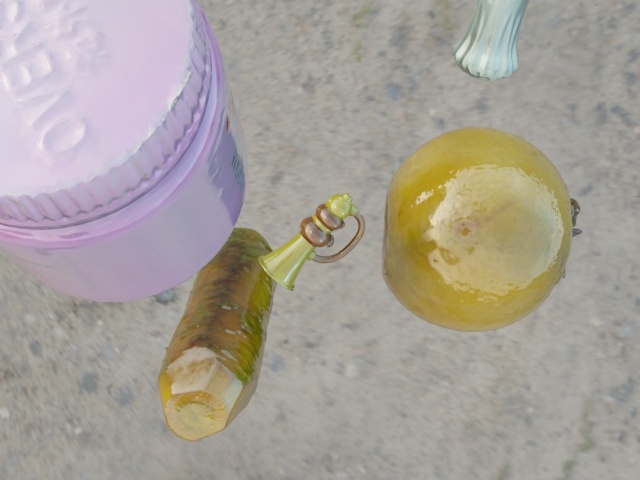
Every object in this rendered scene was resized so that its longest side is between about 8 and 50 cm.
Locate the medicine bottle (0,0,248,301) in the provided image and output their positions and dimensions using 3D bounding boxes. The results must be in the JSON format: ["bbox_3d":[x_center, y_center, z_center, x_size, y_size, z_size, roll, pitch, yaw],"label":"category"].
[{"bbox_3d":[-0.138,-0.072,0.796,0.178,0.291,0.178,0,78,2],"label":"medicine bottle"}]

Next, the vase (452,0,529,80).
[{"bbox_3d":[0.166,-0.221,1.268,0.081,0.081,0.149,4,121,-16],"label":"vase"}]

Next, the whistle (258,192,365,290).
[{"bbox_3d":[-0.001,0.003,1.354,0.109,0.046,0.057,-41,97,12],"label":"whistle"}]

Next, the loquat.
[{"bbox_3d":[0.212,-0.017,1.835,0.274,0.275,0.275,-1,92,-15],"label":"loquat"}]

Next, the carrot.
[{"bbox_3d":[-0.117,0.109,1.648,0.114,0.302,0.114,5,125,7],"label":"carrot"}]
